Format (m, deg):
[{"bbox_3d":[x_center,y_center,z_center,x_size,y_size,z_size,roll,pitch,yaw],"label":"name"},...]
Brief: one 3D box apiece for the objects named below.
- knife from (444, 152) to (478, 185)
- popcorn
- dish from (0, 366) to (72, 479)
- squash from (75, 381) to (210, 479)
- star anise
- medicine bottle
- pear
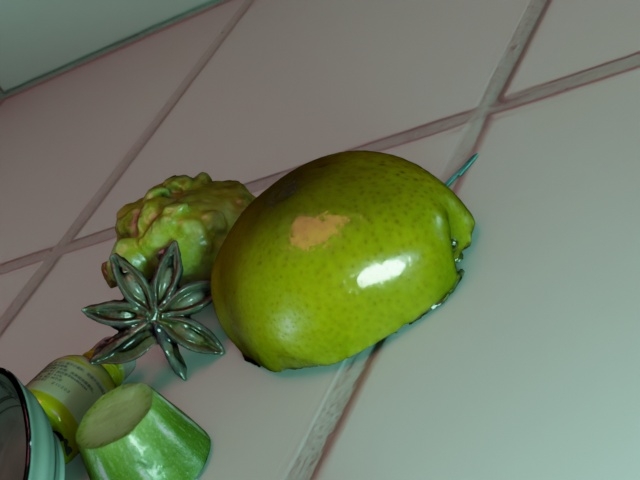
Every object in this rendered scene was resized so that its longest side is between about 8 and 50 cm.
[{"bbox_3d":[0.197,-0.096,2.099,0.091,0.005,0.014,-45,24,-21],"label":"knife"},{"bbox_3d":[-0.208,0.008,2.232,0.266,0.192,0.233,-26,27,-21],"label":"popcorn"},{"bbox_3d":[-0.419,0.329,1.947,0.316,0.106,0.316,-29,52,46],"label":"dish"},{"bbox_3d":[-0.235,0.268,1.880,0.170,0.123,0.170,-24,30,15],"label":"squash"},{"bbox_3d":[-0.233,0.094,2.095,0.073,0.212,0.197,106,174,-82],"label":"star anise"},{"bbox_3d":[-0.349,0.220,2.107,0.122,0.122,0.212,-18,19,36],"label":"medicine bottle"},{"bbox_3d":[0.000,0.000,1.958,0.386,0.191,0.340,-19,28,32],"label":"pear"}]
